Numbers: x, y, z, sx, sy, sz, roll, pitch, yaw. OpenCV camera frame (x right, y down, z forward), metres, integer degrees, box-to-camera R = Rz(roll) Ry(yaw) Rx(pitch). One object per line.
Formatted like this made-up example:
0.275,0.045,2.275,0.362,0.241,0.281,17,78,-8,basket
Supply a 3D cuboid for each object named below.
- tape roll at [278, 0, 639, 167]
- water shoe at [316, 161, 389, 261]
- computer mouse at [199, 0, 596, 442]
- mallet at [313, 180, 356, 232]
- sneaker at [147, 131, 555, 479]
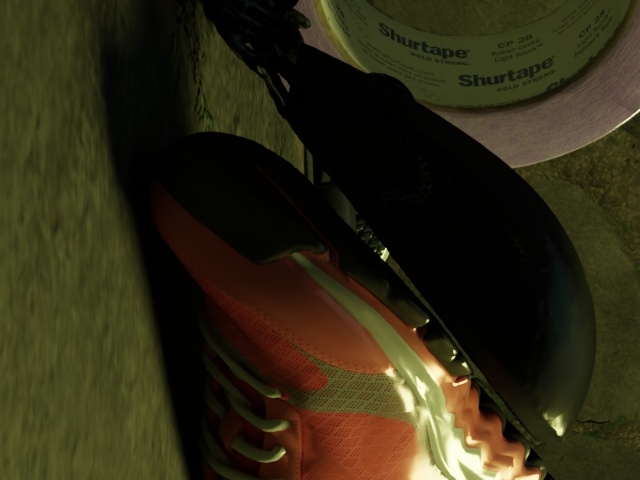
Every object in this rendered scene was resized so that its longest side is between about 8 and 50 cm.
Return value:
0.089,-0.176,0.908,0.090,0.274,0.275,-85,171,-52,tape roll
0.032,-0.067,1.410,0.080,0.072,0.203,-75,162,-83,water shoe
0.047,-0.031,0.715,0.272,0.072,0.188,52,1,0,computer mouse
0.000,0.000,1.238,0.190,0.039,0.062,-62,146,-73,mallet
-0.002,0.081,0.674,0.116,0.136,0.314,48,-2,42,sneaker
